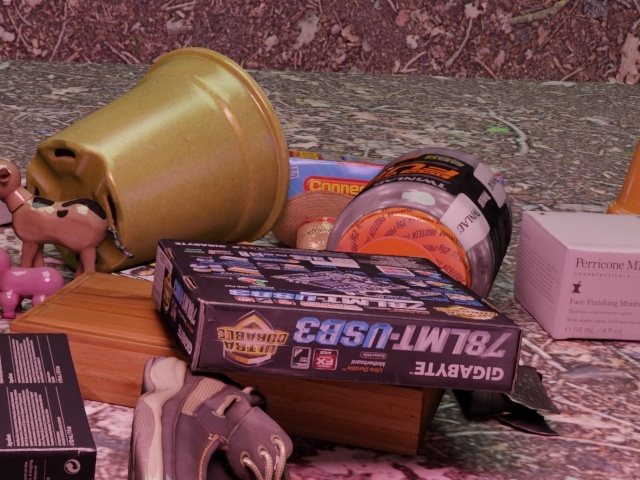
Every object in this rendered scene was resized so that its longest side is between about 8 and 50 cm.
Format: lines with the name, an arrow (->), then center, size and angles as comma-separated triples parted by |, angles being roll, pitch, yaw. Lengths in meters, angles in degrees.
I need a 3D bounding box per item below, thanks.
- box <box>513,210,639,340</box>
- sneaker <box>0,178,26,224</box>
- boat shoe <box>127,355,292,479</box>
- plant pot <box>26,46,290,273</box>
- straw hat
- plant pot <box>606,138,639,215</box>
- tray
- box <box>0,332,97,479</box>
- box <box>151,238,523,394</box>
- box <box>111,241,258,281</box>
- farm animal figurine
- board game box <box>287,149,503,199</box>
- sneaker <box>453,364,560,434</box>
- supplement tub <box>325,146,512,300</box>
box -> 0.353, 0.042, 1.850 | 0.181, 0.119, 0.182 | 2, 15, -10
sneaker -> -0.491, -0.052, 2.014 | 0.121, 0.079, 0.217 | 9, 7, 26
boat shoe -> -0.084, 0.177, 1.180 | 0.130, 0.132, 0.355 | 4, 16, -5
plant pot -> -0.224, -0.081, 1.910 | 0.276, 0.276, 0.254 | 17, 30, 36
straw hat -> 0.000, 0.000, 1.980 | 0.145, 0.144, 0.061 | 5, 53, -1
plant pot -> 0.534, -0.078, 2.223 | 0.205, 0.187, 0.205 | 5, 15, -1
tray -> -0.084, 0.115, 1.521 | 0.411, 0.076, 0.203 | 8, 15, 12
box -> -0.290, 0.161, 1.221 | 0.184, 0.103, 0.261 | 4, 15, -15
box -> 0.004, 0.065, 1.413 | 0.296, 0.073, 0.293 | 4, 11, -15
box -> -0.135, 0.054, 1.755 | 0.087, 0.058, 0.232 | 16, 18, 36
farm animal figurine -> -0.434, -0.022, 1.715 | 0.327, 0.172, 0.330 | 16, 19, 36
board game box -> 0.090, -0.071, 2.150 | 0.302, 0.086, 0.308 | 5, 5, -2
sneaker -> 0.186, 0.147, 1.543 | 0.089, 0.051, 0.170 | 4, 20, -7
supplement tub -> 0.116, 0.008, 1.755 | 0.194, 0.193, 0.316 | 8, 15, 10
